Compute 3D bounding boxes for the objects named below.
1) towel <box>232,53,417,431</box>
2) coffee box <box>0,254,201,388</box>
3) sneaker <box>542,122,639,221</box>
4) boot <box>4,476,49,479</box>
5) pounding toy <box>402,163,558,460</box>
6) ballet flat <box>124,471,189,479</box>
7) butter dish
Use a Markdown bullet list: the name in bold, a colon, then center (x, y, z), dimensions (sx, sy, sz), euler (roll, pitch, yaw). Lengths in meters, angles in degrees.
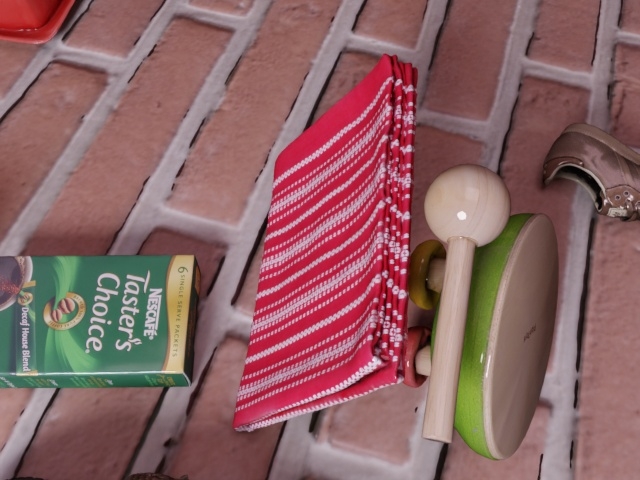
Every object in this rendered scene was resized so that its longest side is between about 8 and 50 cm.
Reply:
- **towel**: center (0.000, 0.000, 0.506), dimensions (0.031, 0.199, 0.274), euler (25, 54, -26)
- **coffee box**: center (-0.198, 0.067, 0.536), dimensions (0.184, 0.040, 0.113), euler (1, 59, -1)
- **sneaker**: center (0.308, -0.042, 0.616), dimensions (0.188, 0.066, 0.071), euler (34, 80, 23)
- **boot**: center (-0.186, 0.216, 0.372), dimensions (0.198, 0.076, 0.137), euler (-3, 17, 22)
- **pounding toy**: center (0.095, 0.057, 0.470), dimensions (0.110, 0.237, 0.182), euler (8, 77, 32)
- **ballet flat**: center (-0.040, 0.238, 0.428), dimensions (0.250, 0.084, 0.058), euler (29, 26, 18)
- **butter dish**: center (-0.367, -0.318, 0.717), dimensions (0.160, 0.118, 0.159), euler (10, 58, 4)
